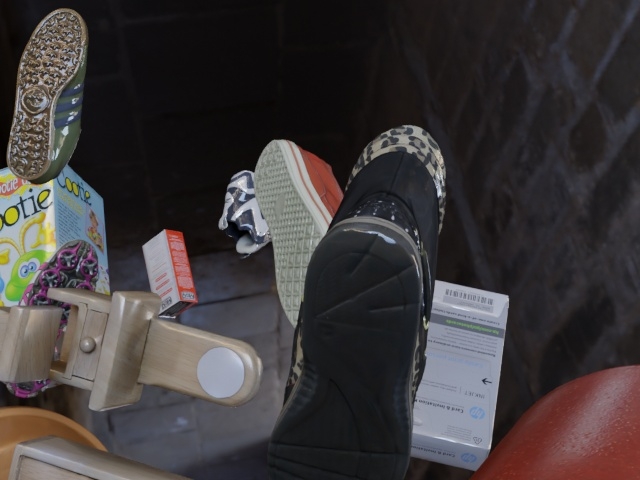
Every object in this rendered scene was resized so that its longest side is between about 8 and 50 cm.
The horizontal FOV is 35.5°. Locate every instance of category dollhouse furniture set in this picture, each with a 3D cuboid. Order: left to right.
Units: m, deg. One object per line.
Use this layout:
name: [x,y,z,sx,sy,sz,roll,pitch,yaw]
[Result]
dollhouse furniture set: [-0.172,0.179,0.521,0.173,0.303,0.355,12,180,17]

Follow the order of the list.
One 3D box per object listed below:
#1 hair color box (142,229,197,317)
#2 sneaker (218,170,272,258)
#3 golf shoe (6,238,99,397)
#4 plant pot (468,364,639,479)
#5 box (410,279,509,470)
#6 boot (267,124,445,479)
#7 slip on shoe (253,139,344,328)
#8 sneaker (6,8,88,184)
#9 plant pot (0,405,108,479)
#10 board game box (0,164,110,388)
hair color box: [-0.270,0.059,1.786,0.072,0.141,0.043,-32,151,35]
sneaker: [-0.093,-0.012,1.907,0.235,0.153,0.094,36,152,-25]
golf shoe: [-0.312,0.079,1.126,0.067,0.086,0.186,26,91,-31]
plant pot: [0.129,0.201,0.427,0.272,0.272,0.265,-36,-179,36]
box: [0.090,0.110,0.910,0.145,0.186,0.038,11,132,6]
boot: [0.032,0.056,0.651,0.085,0.178,0.236,12,122,7]
slip on shoe: [0.000,0.000,1.239,0.101,0.331,0.123,14,127,-29]
sneaker: [-0.296,-0.153,1.109,0.064,0.192,0.086,12,173,3]
plant pot: [-0.368,0.349,1.231,0.291,0.291,0.203,0,170,-23]
board game box: [-0.382,0.045,1.360,0.142,0.275,0.144,-18,149,11]
